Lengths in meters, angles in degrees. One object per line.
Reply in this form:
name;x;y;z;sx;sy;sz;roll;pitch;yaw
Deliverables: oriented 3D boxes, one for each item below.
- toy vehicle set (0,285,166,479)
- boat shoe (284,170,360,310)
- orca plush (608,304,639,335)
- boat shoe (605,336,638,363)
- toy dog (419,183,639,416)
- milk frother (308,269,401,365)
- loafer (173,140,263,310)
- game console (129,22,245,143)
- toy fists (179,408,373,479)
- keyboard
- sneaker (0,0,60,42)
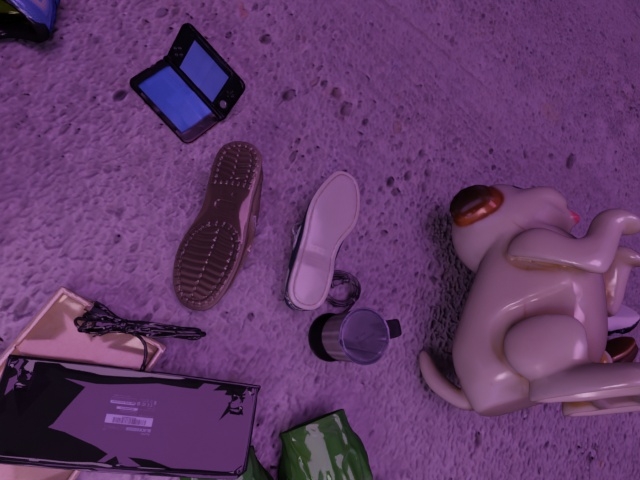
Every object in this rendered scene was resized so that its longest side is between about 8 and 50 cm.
toy vehicle set;-0.355;0.214;0.544;0.166;0.035;0.266;36;67;-11
boat shoe;0.000;0.000;0.717;0.095;0.079;0.254;20;73;-19
orca plush;0.491;0.167;0.864;0.287;0.151;0.102;2;120;-8
boat shoe;0.620;0.285;0.905;0.207;0.073;0.073;-26;90;-18
toy dog;0.363;0.085;0.733;0.285;0.395;0.407;24;53;-35
milk frother;0.046;0.119;0.675;0.129;0.135;0.143;-25;87;-26
loafer;-0.145;-0.018;0.656;0.102;0.092;0.268;19;85;11
game console;-0.221;-0.261;0.691;0.144;0.124;0.085;47;39;-6
toy fists;-0.058;0.360;0.599;0.279;0.096;0.142;-12;70;-23
keyboard;-0.239;0.193;0.545;0.317;0.033;0.201;13;71;-14
sneaker;-0.541;-0.338;0.554;0.330;0.130;0.147;-4;76;-23
